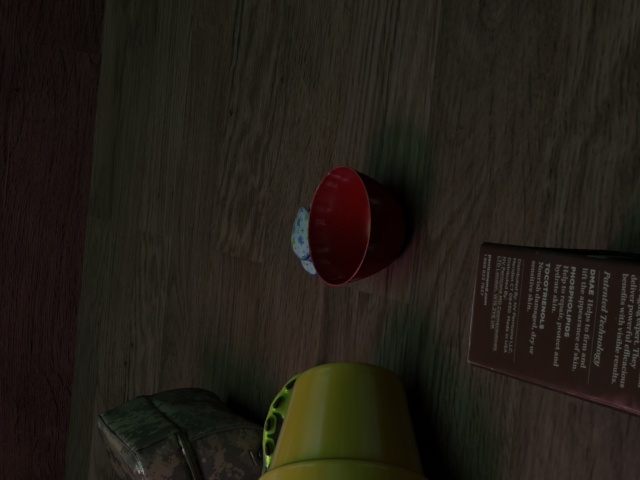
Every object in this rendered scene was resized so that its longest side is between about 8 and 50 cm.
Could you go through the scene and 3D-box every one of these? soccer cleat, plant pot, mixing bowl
[{"bbox_3d":[-0.050,0.364,1.562,0.121,0.093,0.289,44,-123,-75],"label":"soccer cleat"},{"bbox_3d":[0.036,0.310,1.286,0.254,0.254,0.239,-44,35,49],"label":"plant pot"},{"bbox_3d":[0.065,-0.019,1.397,0.181,0.098,0.181,-13,75,58],"label":"mixing bowl"}]

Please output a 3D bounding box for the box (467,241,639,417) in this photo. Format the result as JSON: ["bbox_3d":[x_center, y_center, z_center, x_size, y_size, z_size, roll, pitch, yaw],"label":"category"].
[{"bbox_3d":[0.327,0.085,0.840,0.381,0.191,0.143,12,97,59],"label":"box"}]

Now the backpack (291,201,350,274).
[{"bbox_3d":[0.000,0.000,1.524,0.105,0.084,0.114,-132,49,-56],"label":"backpack"}]

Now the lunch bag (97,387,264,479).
[{"bbox_3d":[-0.245,0.399,1.734,0.305,0.256,0.212,15,125,62],"label":"lunch bag"}]
